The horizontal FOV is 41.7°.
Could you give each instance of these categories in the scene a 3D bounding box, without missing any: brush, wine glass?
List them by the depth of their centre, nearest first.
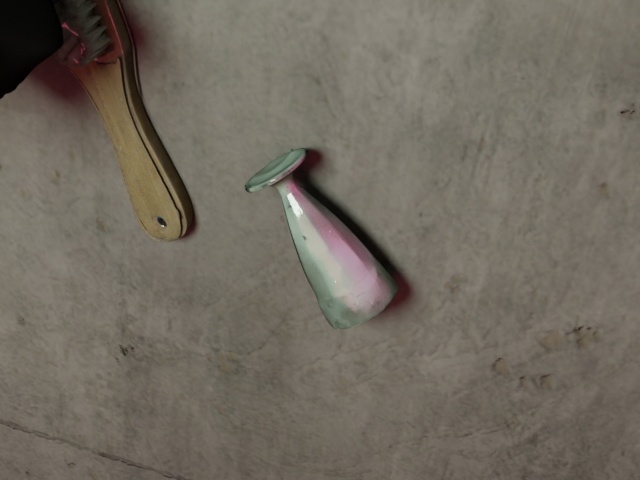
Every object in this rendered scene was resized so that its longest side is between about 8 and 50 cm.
[{"bbox_3d":[-0.190,-0.133,0.727,0.070,0.065,0.328,-7,120,19],"label":"brush"},{"bbox_3d":[0.000,0.000,0.741,0.073,0.073,0.155,-22,113,28],"label":"wine glass"}]

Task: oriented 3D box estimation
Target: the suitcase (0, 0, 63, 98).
[{"bbox_3d":[-0.357,-0.214,0.516,0.188,0.345,0.339,-30,81,29],"label":"suitcase"}]
